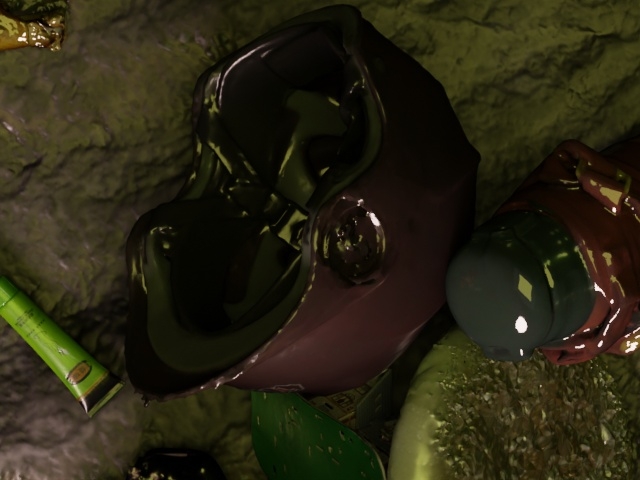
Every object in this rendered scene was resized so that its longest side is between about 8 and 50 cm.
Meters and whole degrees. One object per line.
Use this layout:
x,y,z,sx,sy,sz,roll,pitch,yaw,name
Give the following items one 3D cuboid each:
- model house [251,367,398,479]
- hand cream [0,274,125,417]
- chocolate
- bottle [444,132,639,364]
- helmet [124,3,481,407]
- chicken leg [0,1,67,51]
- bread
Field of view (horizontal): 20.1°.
0.031,0.145,1.299,0.088,0.167,0.117,-23,125,-29,model house
-0.198,0.076,1.330,0.036,0.023,0.122,-44,100,-4,hand cream
-0.134,0.211,1.332,0.072,0.070,0.147,45,79,4,chocolate
0.199,-0.003,1.233,0.271,0.143,0.156,-21,106,-41,bottle
0.000,0.000,1.238,0.177,0.225,0.305,29,74,-35,helmet
-0.270,-0.160,1.291,0.178,0.070,0.093,1,88,-12,chicken leg
0.145,0.175,1.276,0.267,0.040,0.267,4,85,-46,bread
